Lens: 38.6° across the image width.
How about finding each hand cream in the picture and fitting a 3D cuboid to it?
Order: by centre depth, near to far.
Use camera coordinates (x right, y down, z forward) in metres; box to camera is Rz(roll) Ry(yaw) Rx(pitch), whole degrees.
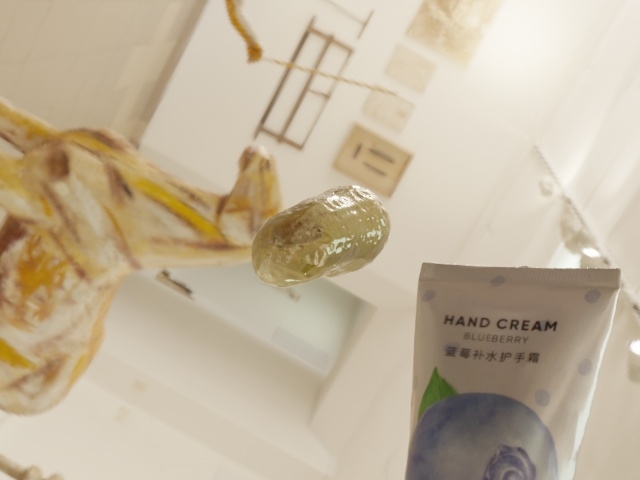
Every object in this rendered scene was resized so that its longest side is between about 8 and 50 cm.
[{"bbox_3d":[0.064,0.075,0.348,0.053,0.084,0.142,36,61,-55],"label":"hand cream"}]

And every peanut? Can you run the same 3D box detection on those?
[{"bbox_3d":[0.000,0.000,1.134,0.120,0.110,0.236,-15,-173,39],"label":"peanut"}]
